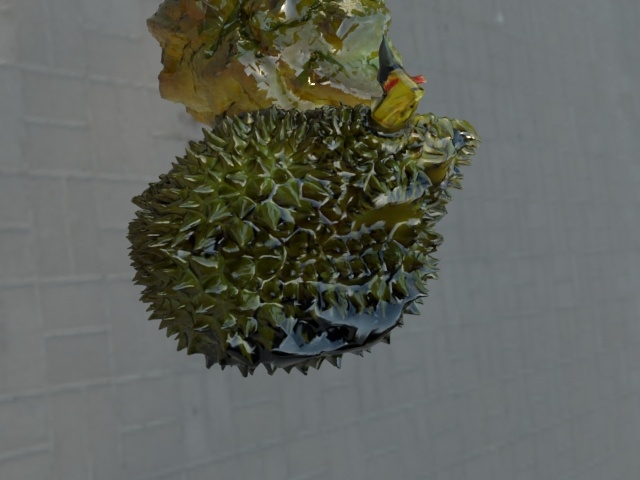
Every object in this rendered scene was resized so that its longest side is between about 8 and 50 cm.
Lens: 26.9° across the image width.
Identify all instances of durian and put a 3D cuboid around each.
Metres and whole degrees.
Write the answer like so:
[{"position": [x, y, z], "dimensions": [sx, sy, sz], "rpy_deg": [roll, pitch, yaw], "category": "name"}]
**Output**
[{"position": [0.000, 0.000, 0.754], "dimensions": [0.193, 0.237, 0.137], "rpy_deg": [-1, 67, -26], "category": "durian"}]

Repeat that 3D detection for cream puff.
[{"position": [-0.043, -0.176, 1.260], "dimensions": [0.196, 0.244, 0.244], "rpy_deg": [-96, 163, -56], "category": "cream puff"}]
